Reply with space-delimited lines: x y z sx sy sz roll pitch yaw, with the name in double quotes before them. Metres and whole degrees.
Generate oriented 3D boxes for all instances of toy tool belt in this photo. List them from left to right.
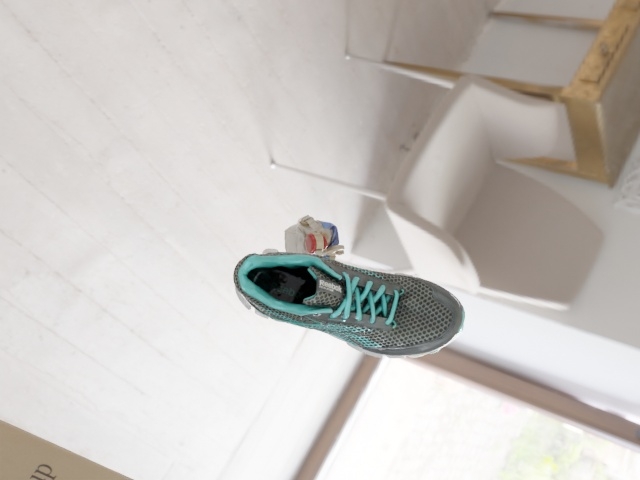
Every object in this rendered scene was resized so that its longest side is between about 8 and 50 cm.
"toy tool belt" 0.000 0.000 0.763 0.051 0.083 0.052 -5 92 -22

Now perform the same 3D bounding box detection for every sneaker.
"sneaker" 0.014 0.042 0.534 0.076 0.167 0.064 48 52 -78

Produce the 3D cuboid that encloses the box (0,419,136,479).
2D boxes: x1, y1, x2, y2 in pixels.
"box" -0.206 0.233 0.542 0.148 0.311 0.121 -68 -178 -62
